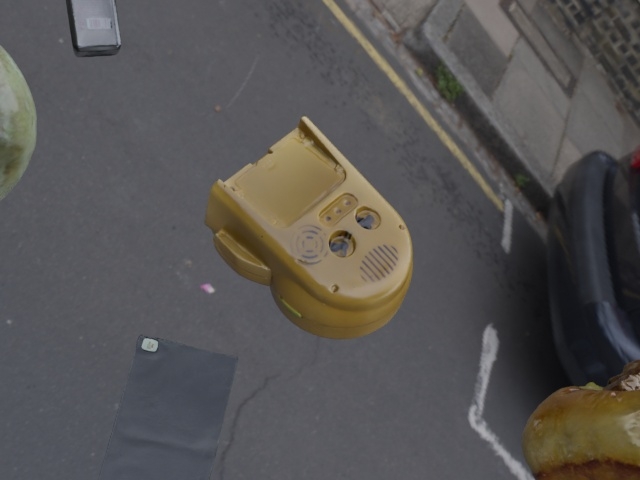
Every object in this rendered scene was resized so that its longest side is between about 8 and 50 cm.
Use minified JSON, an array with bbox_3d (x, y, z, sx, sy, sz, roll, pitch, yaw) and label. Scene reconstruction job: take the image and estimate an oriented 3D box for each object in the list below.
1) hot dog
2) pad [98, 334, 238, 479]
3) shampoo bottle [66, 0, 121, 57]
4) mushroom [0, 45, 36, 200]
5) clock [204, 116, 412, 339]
[{"bbox_3d":[0.426,0.299,0.855,0.405,0.185,0.223,50,47,-12],"label":"hot dog"},{"bbox_3d":[-0.167,0.208,0.785,0.116,0.004,0.193,14,73,-8],"label":"pad"},{"bbox_3d":[-0.388,-0.435,1.196,0.080,0.079,0.246,-8,99,-18],"label":"shampoo bottle"},{"bbox_3d":[-0.622,-0.187,1.117,0.352,0.352,0.260,49,16,-11],"label":"mushroom"},{"bbox_3d":[0.000,0.000,1.125,0.317,0.200,0.244,43,67,15],"label":"clock"}]
